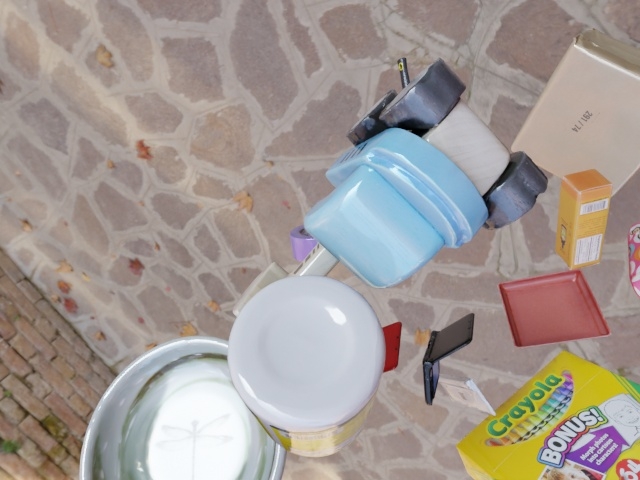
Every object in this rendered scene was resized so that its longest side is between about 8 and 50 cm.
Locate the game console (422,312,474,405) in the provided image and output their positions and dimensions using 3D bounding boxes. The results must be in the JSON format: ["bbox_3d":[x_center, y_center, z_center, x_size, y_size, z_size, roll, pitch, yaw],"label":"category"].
[{"bbox_3d":[0.198,0.178,0.672,0.071,0.122,0.107,-2,99,22],"label":"game console"}]

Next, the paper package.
[{"bbox_3d":[0.723,-0.318,1.145,0.310,0.168,0.324,38,142,20],"label":"paper package"}]

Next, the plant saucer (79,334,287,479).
[{"bbox_3d":[-0.247,0.389,0.842,0.401,0.400,0.100,7,154,16],"label":"plant saucer"}]

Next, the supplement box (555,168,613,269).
[{"bbox_3d":[0.609,-0.044,1.031,0.080,0.078,0.233,-13,127,4],"label":"supplement box"}]

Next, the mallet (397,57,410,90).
[{"bbox_3d":[0.160,-0.239,0.822,0.062,0.039,0.189,-19,84,49],"label":"mallet"}]

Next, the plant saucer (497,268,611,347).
[{"bbox_3d":[0.717,0.220,1.384,0.259,0.258,0.047,-13,131,17],"label":"plant saucer"}]

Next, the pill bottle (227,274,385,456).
[{"bbox_3d":[-0.012,0.204,0.644,0.188,0.187,0.333,15,149,11],"label":"pill bottle"}]

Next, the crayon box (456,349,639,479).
[{"bbox_3d":[0.523,0.423,0.894,0.313,0.363,0.106,26,145,61],"label":"crayon box"}]

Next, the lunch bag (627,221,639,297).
[{"bbox_3d":[0.980,0.089,1.205,0.258,0.293,0.120,34,143,-7],"label":"lunch bag"}]

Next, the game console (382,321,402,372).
[{"bbox_3d":[0.144,0.277,1.027,0.085,0.144,0.124,1,124,15],"label":"game console"}]

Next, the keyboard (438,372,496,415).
[{"bbox_3d":[0.279,0.301,0.882,0.014,0.256,0.072,-37,78,-8],"label":"keyboard"}]

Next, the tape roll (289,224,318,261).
[{"bbox_3d":[0.000,0.000,1.412,0.189,0.189,0.080,-1,109,20],"label":"tape roll"}]

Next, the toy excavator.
[{"bbox_3d":[0.039,-0.008,0.706,0.222,0.433,0.445,44,81,-11],"label":"toy excavator"}]
